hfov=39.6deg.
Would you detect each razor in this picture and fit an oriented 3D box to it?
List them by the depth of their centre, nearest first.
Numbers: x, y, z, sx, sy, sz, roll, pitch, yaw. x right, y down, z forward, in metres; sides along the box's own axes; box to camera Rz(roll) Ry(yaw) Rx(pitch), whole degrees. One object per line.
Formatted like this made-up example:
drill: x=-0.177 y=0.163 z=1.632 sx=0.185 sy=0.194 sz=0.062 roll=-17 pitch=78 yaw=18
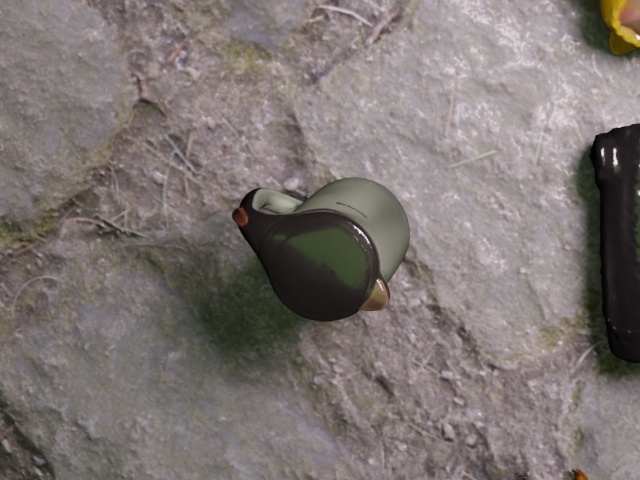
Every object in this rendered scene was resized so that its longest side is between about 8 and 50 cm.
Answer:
razor: x=0.461 y=-0.001 z=1.178 sx=0.189 sy=0.107 sz=0.327 roll=-8 pitch=99 yaw=12

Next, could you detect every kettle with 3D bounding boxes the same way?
kettle: x=0.000 y=0.000 z=1.198 sx=0.240 sy=0.255 sz=0.165 roll=29 pitch=107 yaw=6

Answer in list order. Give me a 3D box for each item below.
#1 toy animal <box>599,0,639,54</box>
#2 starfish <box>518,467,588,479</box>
toy animal: x=0.386 y=-0.349 z=1.114 sx=0.156 sy=0.156 sz=0.230 roll=-34 pitch=107 yaw=15
starfish: x=0.373 y=0.448 z=1.316 sx=0.240 sy=0.043 sz=0.227 roll=-14 pitch=98 yaw=11
